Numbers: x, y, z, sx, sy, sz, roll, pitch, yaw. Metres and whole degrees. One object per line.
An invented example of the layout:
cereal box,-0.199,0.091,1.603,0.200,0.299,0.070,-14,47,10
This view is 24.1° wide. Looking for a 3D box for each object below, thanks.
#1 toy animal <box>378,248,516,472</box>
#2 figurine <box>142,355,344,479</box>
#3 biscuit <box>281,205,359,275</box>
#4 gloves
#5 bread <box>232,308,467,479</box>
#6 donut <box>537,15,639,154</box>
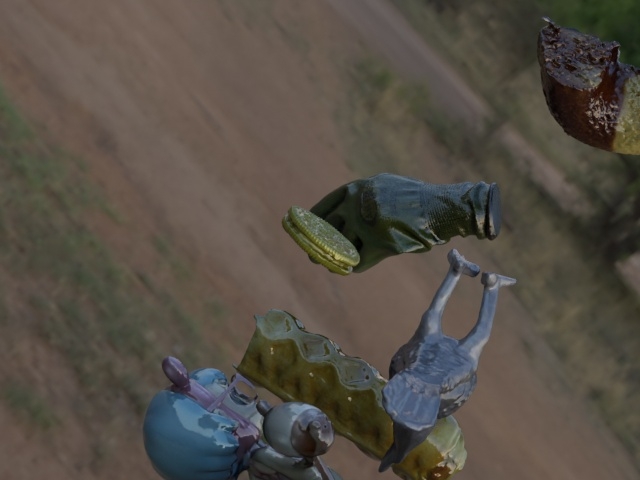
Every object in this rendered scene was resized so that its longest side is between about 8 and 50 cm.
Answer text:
toy animal,0.111,0.106,1.380,0.081,0.206,0.367,26,-13,7
figurine,-0.036,0.192,1.207,0.260,0.103,0.205,36,-18,11
biscuit,0.000,0.000,1.408,0.084,0.023,0.084,37,12,-9
gloves,0.090,-0.027,1.822,0.107,0.268,0.135,58,32,-33
bread,0.036,0.171,1.601,0.269,0.098,0.087,31,27,14
donut,0.339,-0.155,1.661,0.141,0.217,0.085,87,15,-56
